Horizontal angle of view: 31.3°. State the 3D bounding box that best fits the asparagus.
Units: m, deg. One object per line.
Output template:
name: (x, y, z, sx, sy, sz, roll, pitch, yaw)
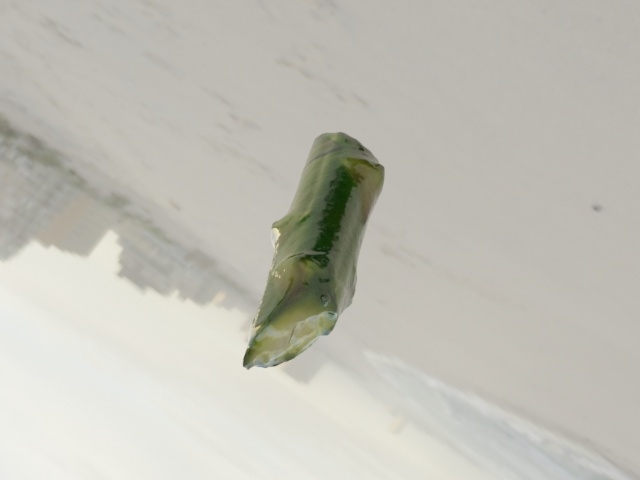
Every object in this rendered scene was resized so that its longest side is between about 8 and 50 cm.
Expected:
asparagus: (0.000, 0.001, 0.961, 0.085, 0.082, 0.343, 12, -149, 3)
